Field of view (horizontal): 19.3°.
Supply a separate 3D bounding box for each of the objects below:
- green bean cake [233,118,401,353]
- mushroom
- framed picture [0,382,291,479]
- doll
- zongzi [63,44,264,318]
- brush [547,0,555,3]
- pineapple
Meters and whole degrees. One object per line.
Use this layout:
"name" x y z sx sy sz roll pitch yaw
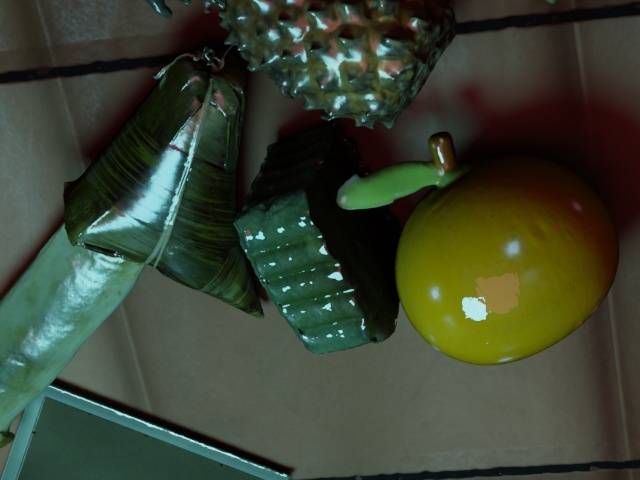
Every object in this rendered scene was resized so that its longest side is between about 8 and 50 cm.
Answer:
"green bean cake" 0.000 0.000 1.764 0.094 0.181 0.173 -20 116 22
"mushroom" -0.290 0.092 1.928 0.100 0.081 0.312 35 114 -10
"framed picture" -0.203 0.286 2.053 0.293 0.018 0.231 22 120 -2
"doll" 0.155 -0.006 1.728 0.213 0.213 0.236 -28 104 23
"zongzi" -0.089 -0.058 1.806 0.241 0.111 0.247 27 117 -26
"brush" 0.219 -0.328 1.622 0.103 0.047 0.233 29 118 -6
"pineapple" -0.058 -0.240 1.669 0.361 0.175 0.175 34 120 8
